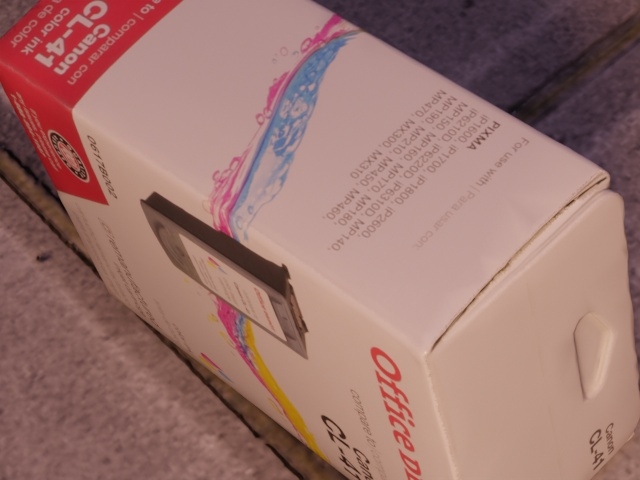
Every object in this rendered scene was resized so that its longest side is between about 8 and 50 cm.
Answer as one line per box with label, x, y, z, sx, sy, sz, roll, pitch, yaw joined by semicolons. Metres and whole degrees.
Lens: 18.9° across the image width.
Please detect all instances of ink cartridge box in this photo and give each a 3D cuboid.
ink cartridge box;0.000;0.000;0.971;0.131;0.226;0.306;-42;55;-18
